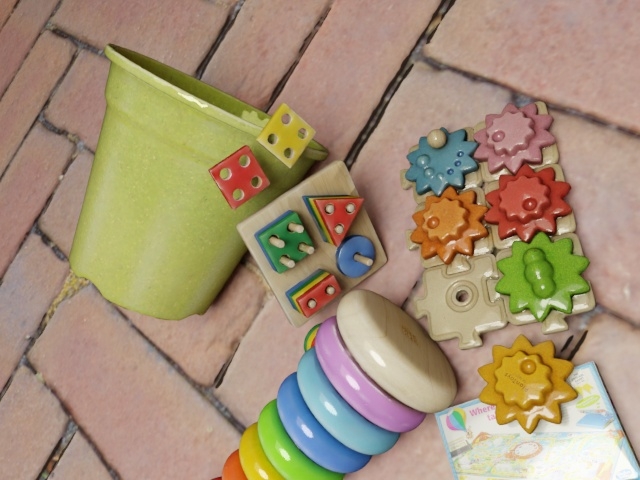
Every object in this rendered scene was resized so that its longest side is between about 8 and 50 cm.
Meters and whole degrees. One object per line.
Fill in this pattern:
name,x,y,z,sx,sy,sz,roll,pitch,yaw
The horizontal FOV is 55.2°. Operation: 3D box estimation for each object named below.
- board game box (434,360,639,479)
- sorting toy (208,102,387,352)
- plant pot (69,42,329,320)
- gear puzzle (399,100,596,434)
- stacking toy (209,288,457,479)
board game box,0.191,0.183,0.548,0.154,0.026,0.103,-25,61,22
sorting toy,0.000,0.000,0.628,0.132,0.275,0.046,-35,26,-18
plant pot,-0.168,-0.055,0.735,0.276,0.276,0.254,35,104,36
gear puzzle,0.163,0.014,0.597,0.175,0.044,0.339,-17,59,26
stacking toy,-0.023,0.207,0.621,0.330,0.141,0.141,-48,55,16
